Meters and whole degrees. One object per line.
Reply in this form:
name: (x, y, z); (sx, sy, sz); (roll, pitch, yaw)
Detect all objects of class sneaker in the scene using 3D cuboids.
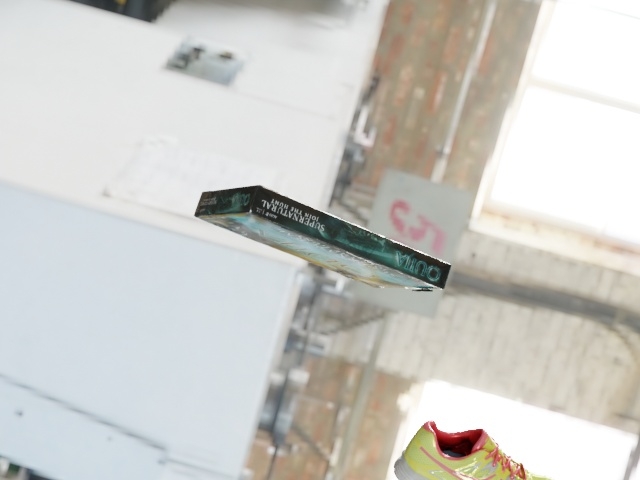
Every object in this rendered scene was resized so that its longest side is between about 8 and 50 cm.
sneaker: (0.198, 0.271, 1.732); (0.081, 0.209, 0.094); (-90, -164, -64)

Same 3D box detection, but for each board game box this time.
board game box: (0.000, 0.000, 1.216); (0.126, 0.186, 0.026); (-3, -113, 65)
